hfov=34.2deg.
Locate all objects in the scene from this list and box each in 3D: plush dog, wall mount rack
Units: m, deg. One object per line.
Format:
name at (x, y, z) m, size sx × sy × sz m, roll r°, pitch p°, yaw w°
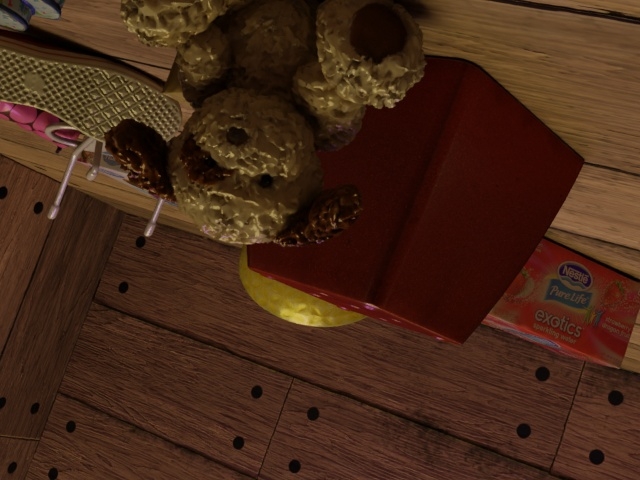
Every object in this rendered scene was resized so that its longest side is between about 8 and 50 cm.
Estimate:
plush dog at (-0.056, -0.108, 0.918) m, size 0.263 × 0.225 × 0.210 m, roll 19°, pitch 174°, yaw 6°
wall mount rack at (-0.374, -0.114, 2.001) m, size 0.350 × 0.130 × 0.304 m, roll 12°, pitch 164°, yaw -26°

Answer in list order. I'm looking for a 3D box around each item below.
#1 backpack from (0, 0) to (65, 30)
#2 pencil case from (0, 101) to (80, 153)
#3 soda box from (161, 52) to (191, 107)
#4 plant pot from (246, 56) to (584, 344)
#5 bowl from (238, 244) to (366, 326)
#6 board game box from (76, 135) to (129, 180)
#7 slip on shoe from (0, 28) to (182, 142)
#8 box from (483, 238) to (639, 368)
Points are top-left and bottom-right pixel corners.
backpack at (-0.314, -0.261, 1.056) m, size 0.114 × 0.084 × 0.105 m, roll 18°, pitch 177°, yaw -12°
pencil case at (-0.543, -0.242, 1.940) m, size 0.098 × 0.095 × 0.209 m, roll 15°, pitch 170°, yaw 38°
soda box at (-0.112, -0.186, 1.211) m, size 0.061 × 0.058 × 0.181 m, roll 24°, pitch 172°, yaw -35°
plant pot at (0.076, -0.037, 1.096) m, size 0.267 × 0.235 × 0.267 m, roll 14°, pitch 172°, yaw 40°
bowl at (0.000, 0.000, 1.883) m, size 0.290 × 0.289 × 0.156 m, roll 19°, pitch 133°, yaw 11°
board game box at (-0.341, -0.132, 2.388) m, size 0.319 × 0.065 × 0.318 m, roll 15°, pitch 172°, yaw 37°
slip on shoe at (-0.356, -0.226, 1.489) m, size 0.331 × 0.123 × 0.101 m, roll 16°, pitch -153°, yaw -14°
box at (0.361, 0.087, 1.705) m, size 0.300 × 0.154 × 0.142 m, roll 24°, pitch 173°, yaw -23°
